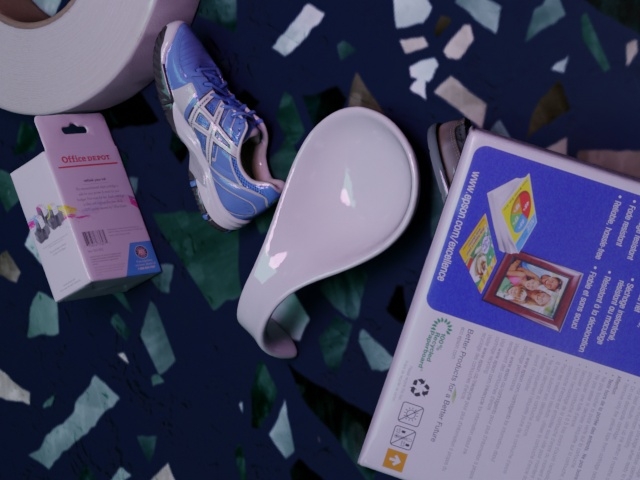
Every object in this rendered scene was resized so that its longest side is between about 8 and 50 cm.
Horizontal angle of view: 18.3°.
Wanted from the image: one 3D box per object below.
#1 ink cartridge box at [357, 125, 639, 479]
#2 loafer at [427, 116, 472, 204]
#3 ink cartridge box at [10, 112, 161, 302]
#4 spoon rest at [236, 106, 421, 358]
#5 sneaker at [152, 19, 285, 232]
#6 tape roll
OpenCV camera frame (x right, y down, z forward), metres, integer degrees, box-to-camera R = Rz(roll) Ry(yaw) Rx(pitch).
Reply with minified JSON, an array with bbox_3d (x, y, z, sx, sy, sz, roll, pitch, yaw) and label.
[{"bbox_3d":[0.222,0.093,1.640,0.307,0.072,0.303,18,102,2],"label":"ink cartridge box"},{"bbox_3d":[0.176,0.012,1.717,0.084,0.096,0.267,-21,89,19],"label":"loafer"},{"bbox_3d":[-0.245,-0.035,2.026,0.062,0.104,0.181,-28,77,37],"label":"ink cartridge box"},{"bbox_3d":[0.000,0.000,1.848,0.137,0.084,0.276,46,122,25],"label":"spoon rest"},{"bbox_3d":[-0.095,-0.118,1.922,0.081,0.080,0.211,-21,92,32],"label":"sneaker"},{"bbox_3d":[-0.279,-0.322,2.041,0.392,0.072,0.392,6,100,38],"label":"tape roll"}]
